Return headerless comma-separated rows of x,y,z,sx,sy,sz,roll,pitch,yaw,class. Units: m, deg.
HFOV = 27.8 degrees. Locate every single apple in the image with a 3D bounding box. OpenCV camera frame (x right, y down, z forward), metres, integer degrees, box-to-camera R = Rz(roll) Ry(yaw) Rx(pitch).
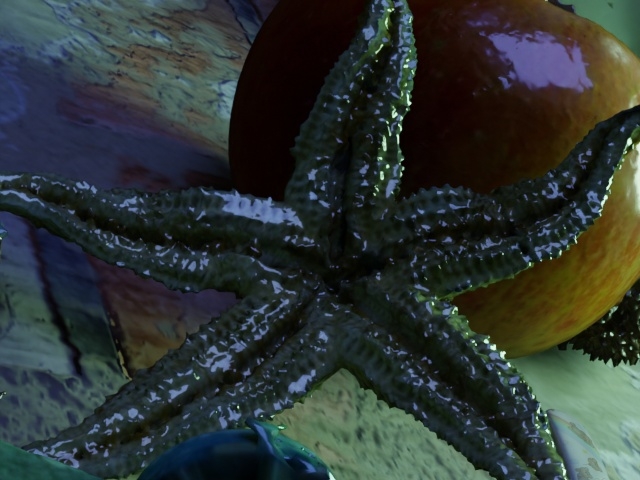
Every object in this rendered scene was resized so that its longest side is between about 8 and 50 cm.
0.063,-0.067,0.782,0.293,0.251,0.163,42,20,19,apple

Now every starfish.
-0.002,0.001,0.635,0.358,0.078,0.347,17,63,8,starfish

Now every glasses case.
0.157,0.135,0.795,0.032,0.021,0.083,24,27,-21,glasses case

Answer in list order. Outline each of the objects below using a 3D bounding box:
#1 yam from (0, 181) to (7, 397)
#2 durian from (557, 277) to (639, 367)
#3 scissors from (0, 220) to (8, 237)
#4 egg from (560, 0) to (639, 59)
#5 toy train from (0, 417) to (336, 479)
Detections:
-0.184,0.035,0.480,0.129,0.128,0.238,37,23,-30,yam
0.183,0.013,0.911,0.196,0.167,0.196,4,30,-2,durian
-0.294,-0.122,0.743,0.256,0.029,0.383,3,36,-46,scissors
0.180,-0.271,1.193,0.340,0.354,0.354,16,22,16,egg
-0.115,0.122,0.342,0.298,0.194,0.120,26,20,-18,toy train
